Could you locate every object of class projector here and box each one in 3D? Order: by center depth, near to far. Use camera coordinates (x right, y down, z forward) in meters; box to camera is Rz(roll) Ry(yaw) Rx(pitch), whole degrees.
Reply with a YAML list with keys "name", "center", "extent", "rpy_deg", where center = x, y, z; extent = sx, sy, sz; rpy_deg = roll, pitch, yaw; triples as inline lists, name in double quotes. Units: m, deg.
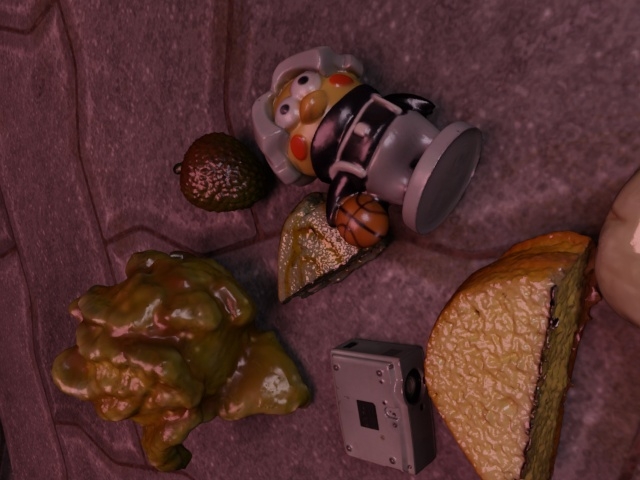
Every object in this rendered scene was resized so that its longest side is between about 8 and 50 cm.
- name: "projector"
  center: [0.075, 0.206, 0.723]
  extent: [0.115, 0.061, 0.147]
  rpy_deg: [-2, 100, 42]

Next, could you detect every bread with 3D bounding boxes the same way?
- name: "bread"
  center: [0.173, 0.113, 0.555]
  extent: [0.134, 0.129, 0.261]
  rpy_deg: [13, 107, 40]
- name: "bread"
  center: [-0.005, 0.001, 0.714]
  extent: [0.156, 0.103, 0.110]
  rpy_deg: [-37, 81, 35]

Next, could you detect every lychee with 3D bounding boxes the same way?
- name: "lychee"
  center: [-0.143, -0.093, 0.812]
  extent: [0.146, 0.114, 0.114]
  rpy_deg: [21, 115, 22]

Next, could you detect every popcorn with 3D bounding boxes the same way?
- name: "popcorn"
  center: [-0.215, 0.183, 0.841]
  extent: [0.321, 0.290, 0.326]
  rpy_deg: [21, 95, 40]

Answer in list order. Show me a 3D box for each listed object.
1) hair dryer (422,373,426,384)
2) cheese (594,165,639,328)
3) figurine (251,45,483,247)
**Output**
- name: "hair dryer"
  center: [0.154, 0.140, 0.662]
  extent: [0.079, 0.031, 0.084]
  rpy_deg: [6, 91, 51]
- name: "cheese"
  center: [0.336, 0.011, 0.407]
  extent: [0.262, 0.093, 0.159]
  rpy_deg: [9, 104, 43]
- name: "figurine"
  center: [0.033, -0.100, 0.620]
  extent: [0.236, 0.133, 0.176]
  rpy_deg: [34, 88, 27]
